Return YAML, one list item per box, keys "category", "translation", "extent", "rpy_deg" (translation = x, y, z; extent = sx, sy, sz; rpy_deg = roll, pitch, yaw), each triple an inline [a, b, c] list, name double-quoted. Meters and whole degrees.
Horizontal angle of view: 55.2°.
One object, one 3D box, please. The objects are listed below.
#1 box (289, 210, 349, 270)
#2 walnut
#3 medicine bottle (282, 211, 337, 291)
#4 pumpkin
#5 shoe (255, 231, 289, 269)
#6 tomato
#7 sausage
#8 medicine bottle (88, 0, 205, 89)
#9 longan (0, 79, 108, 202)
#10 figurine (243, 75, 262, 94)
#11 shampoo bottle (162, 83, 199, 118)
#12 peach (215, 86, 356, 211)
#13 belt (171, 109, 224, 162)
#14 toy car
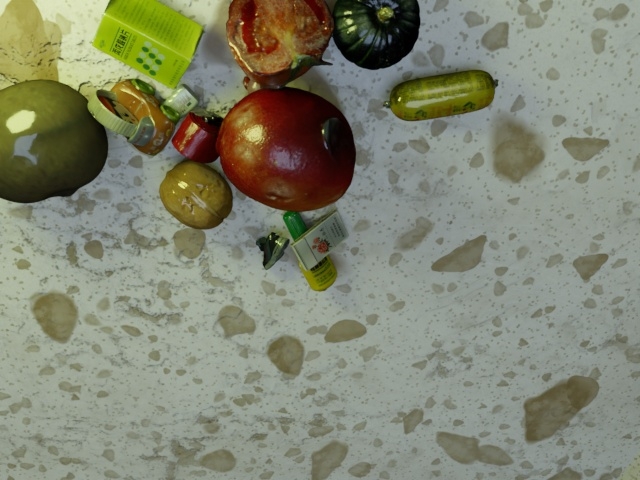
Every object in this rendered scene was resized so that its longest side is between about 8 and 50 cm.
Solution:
- category: "box"
  translation: [0.000, 0.000, 2.009]
  extent: [0.198, 0.029, 0.109]
  rpy_deg: [-39, 119, -21]
- category: "walnut"
  translation: [-0.377, -0.136, 1.864]
  extent: [0.226, 0.193, 0.193]
  rpy_deg: [33, 113, -19]
- category: "medicine bottle"
  translation: [-0.041, 0.032, 2.054]
  extent: [0.111, 0.076, 0.309]
  rpy_deg: [-39, 118, -22]
- category: "pumpkin"
  translation: [0.153, -0.585, 1.630]
  extent: [0.250, 0.216, 0.249]
  rpy_deg: [-1, 95, -12]
- category: "shoe"
  translation: [-0.172, 0.024, 2.045]
  extent: [0.099, 0.071, 0.169]
  rpy_deg: [38, 137, 3]
- category: "tomato"
  translation: [-0.118, -0.539, 1.636]
  extent: [0.309, 0.308, 0.170]
  rpy_deg: [3, 163, -8]
- category: "sausage"
  translation: [0.354, -0.423, 1.796]
  extent: [0.347, 0.123, 0.123]
  rpy_deg: [-10, 121, 0]
- category: "medicine bottle"
  translation: [-0.454, -0.536, 1.615]
  extent: [0.250, 0.141, 0.137]
  rpy_deg: [25, 148, -22]
- category: "longan"
  translation: [-0.771, -0.261, 1.668]
  extent: [0.361, 0.361, 0.360]
  rpy_deg: [-3, 121, -4]
- category: "figurine"
  translation: [-0.178, -0.437, 1.766]
  extent: [0.071, 0.067, 0.083]
  rpy_deg: [-7, 140, 22]
- category: "shampoo bottle"
  translation: [-0.429, -0.383, 1.785]
  extent: [0.152, 0.045, 0.077]
  rpy_deg: [-39, 119, 14]
- category: "peach"
  translation: [-0.068, -0.253, 1.706]
  extent: [0.406, 0.335, 0.310]
  rpy_deg: [28, 158, -38]
- category: "belt"
  translation: [-0.329, -0.306, 1.757]
  extent: [0.128, 0.201, 0.124]
  rpy_deg: [40, 110, 3]
- category: "toy car"
  translation: [-0.528, -0.338, 1.680]
  extent: [0.235, 0.235, 0.145]
  rpy_deg: [31, 113, -22]
